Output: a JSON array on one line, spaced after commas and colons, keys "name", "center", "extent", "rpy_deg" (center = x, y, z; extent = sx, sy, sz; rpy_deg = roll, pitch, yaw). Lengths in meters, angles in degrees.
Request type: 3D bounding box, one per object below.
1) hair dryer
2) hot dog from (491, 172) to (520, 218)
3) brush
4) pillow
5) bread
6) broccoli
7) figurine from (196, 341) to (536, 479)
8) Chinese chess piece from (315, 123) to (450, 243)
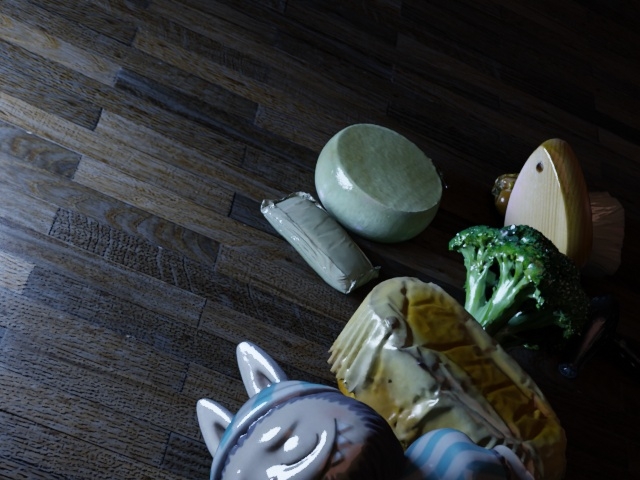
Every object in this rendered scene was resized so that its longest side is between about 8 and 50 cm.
[{"name": "hair dryer", "center": [0.525, 0.215, 2.027], "extent": [0.219, 0.075, 0.195], "rpy_deg": [41, 51, -2]}, {"name": "hot dog", "center": [0.450, -0.067, 2.239], "extent": [0.268, 0.072, 0.115], "rpy_deg": [11, 37, -23]}, {"name": "brush", "center": [0.444, -0.055, 2.080], "extent": [0.166, 0.267, 0.174], "rpy_deg": [-11, 21, -33]}, {"name": "pillow", "center": [0.000, 0.000, 1.893], "extent": [0.208, 0.053, 0.119], "rpy_deg": [46, 38, 14]}, {"name": "bread", "center": [0.176, 0.238, 1.686], "extent": [0.236, 0.183, 0.389], "rpy_deg": [-14, 55, -44]}, {"name": "broccoli", "center": [0.303, 0.116, 1.882], "extent": [0.269, 0.269, 0.254], "rpy_deg": [3, 6, -31]}, {"name": "figurine", "center": [0.018, 0.253, 1.489], "extent": [0.361, 0.266, 0.378], "rpy_deg": [-13, 57, -35]}, {"name": "Chinese chess piece", "center": [0.104, -0.098, 2.028], "extent": [0.237, 0.092, 0.238], "rpy_deg": [18, 42, -17]}]
